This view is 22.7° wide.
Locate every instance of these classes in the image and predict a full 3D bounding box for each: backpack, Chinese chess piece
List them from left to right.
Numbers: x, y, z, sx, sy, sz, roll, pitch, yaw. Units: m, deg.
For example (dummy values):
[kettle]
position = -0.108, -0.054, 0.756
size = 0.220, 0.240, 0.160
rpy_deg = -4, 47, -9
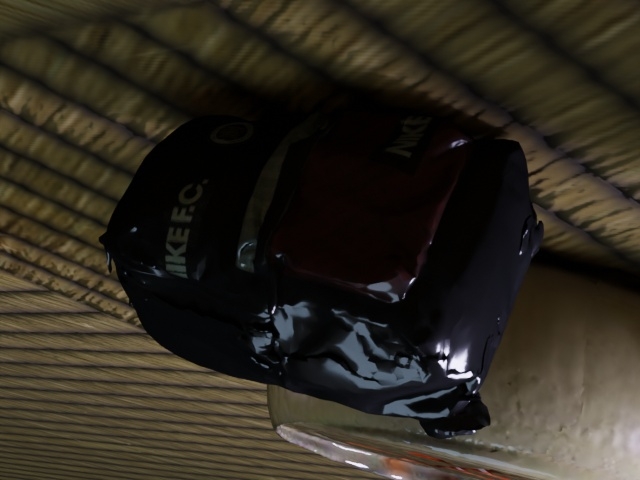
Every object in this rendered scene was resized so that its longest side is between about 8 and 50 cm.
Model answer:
[backpack]
position = -0.003, 0.002, 0.629
size = 0.165, 0.120, 0.106
rpy_deg = 9, 142, 18
[Chinese chess piece]
position = 0.096, 0.081, 0.839
size = 0.250, 0.103, 0.250
rpy_deg = 13, 167, 3
